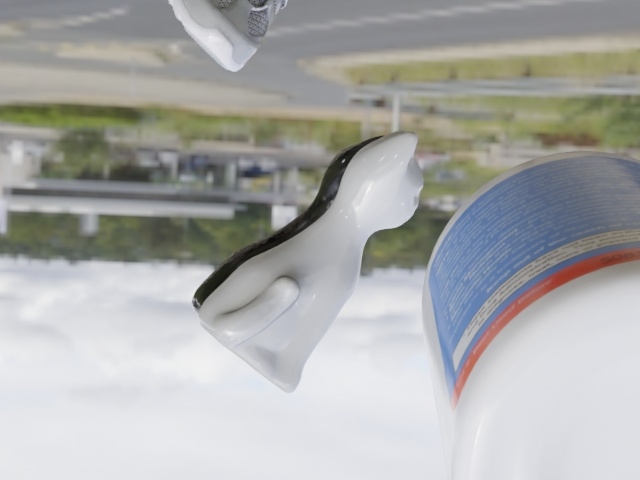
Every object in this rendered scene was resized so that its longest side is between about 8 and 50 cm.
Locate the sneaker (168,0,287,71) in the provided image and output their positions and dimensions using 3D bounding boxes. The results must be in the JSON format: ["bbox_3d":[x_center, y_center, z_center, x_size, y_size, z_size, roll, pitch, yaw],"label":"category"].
[{"bbox_3d":[-0.059,-0.267,1.326,0.115,0.281,0.105,-29,121,33],"label":"sneaker"}]

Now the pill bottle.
[{"bbox_3d":[0.099,0.037,0.515,0.124,0.124,0.221,2,-163,0],"label":"pill bottle"}]

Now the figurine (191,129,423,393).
[{"bbox_3d":[0.000,0.000,1.103,0.092,0.209,0.215,38,177,-6],"label":"figurine"}]
